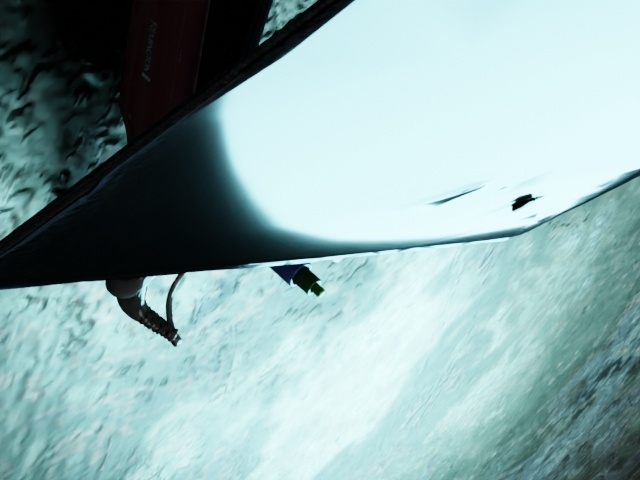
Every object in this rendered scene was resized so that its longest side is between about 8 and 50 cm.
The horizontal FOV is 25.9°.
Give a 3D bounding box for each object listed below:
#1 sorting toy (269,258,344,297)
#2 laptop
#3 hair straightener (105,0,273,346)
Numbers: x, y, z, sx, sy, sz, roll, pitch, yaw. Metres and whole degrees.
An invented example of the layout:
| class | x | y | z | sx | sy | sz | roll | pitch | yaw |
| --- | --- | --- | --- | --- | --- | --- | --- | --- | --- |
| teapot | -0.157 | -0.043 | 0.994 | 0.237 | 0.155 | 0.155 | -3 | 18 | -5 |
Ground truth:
| class | x | y | z | sx | sy | sz | roll | pitch | yaw |
| --- | --- | --- | --- | --- | --- | --- | --- | --- | --- |
| sorting toy | 0.000 | 0.000 | 0.772 | 0.061 | 0.042 | 0.102 | -52 | 156 | 8 |
| laptop | 0.087 | -0.163 | 0.559 | 0.382 | 0.236 | 0.407 | -5 | 106 | -47 |
| hair straightener | -0.047 | -0.043 | 0.619 | 0.089 | 0.047 | 0.230 | -29 | 144 | -38 |
